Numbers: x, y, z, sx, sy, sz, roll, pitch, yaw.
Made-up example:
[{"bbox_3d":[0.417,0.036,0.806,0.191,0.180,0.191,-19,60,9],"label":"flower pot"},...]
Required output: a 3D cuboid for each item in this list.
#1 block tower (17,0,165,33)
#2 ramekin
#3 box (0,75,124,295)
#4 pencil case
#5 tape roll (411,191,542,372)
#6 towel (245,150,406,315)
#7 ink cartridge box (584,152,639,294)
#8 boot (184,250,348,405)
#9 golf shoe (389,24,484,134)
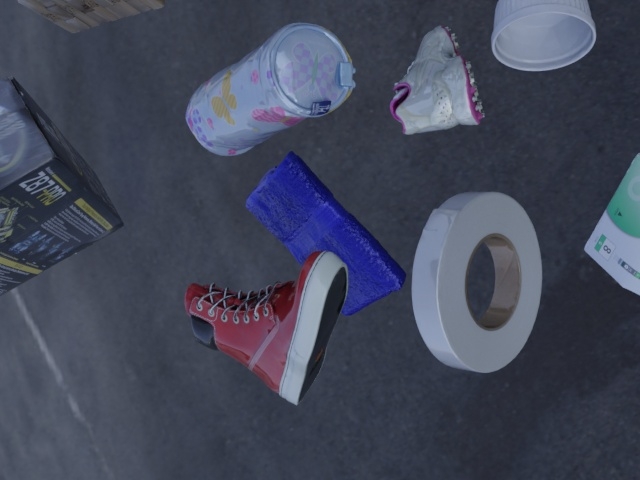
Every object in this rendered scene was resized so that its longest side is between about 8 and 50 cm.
[{"bbox_3d":[-0.184,-0.321,0.991,0.336,0.091,0.097,-7,71,31],"label":"block tower"},{"bbox_3d":[0.452,-0.448,1.837,0.207,0.207,0.109,-36,47,55],"label":"ramekin"},{"bbox_3d":[-0.384,0.001,0.916,0.097,0.318,0.395,60,174,4],"label":"box"},{"bbox_3d":[-0.070,-0.186,1.147,0.273,0.124,0.113,-13,91,58],"label":"pencil case"},{"bbox_3d":[0.342,0.086,1.913,0.072,0.392,0.391,4,107,45],"label":"tape roll"},{"bbox_3d":[0.000,0.000,1.617,0.308,0.076,0.227,46,156,-1],"label":"towel"},{"bbox_3d":[0.481,0.014,1.216,0.224,0.056,0.181,53,141,35],"label":"ink cartridge box"},{"bbox_3d":[-0.070,0.070,0.982,0.176,0.088,0.244,30,141,10],"label":"boot"},{"bbox_3d":[0.172,-0.261,1.448,0.306,0.140,0.115,-90,-22,-62],"label":"golf shoe"}]
